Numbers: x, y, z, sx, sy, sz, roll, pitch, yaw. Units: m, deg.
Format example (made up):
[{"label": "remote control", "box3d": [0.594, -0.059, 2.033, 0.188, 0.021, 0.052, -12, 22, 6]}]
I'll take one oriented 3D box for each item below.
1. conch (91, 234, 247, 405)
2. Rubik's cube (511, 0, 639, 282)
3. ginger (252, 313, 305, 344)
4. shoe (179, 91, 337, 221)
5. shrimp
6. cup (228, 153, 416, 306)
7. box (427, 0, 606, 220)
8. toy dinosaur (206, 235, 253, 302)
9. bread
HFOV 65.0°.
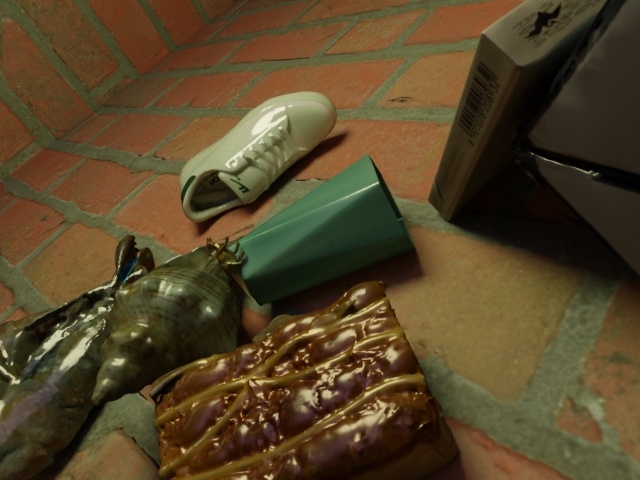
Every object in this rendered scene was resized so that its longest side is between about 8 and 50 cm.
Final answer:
[{"label": "conch", "box3d": [-0.193, 0.105, 0.714, 0.203, 0.169, 0.386, 4, 13, 14]}, {"label": "Rubik's cube", "box3d": [0.356, -0.099, 0.315, 0.305, 0.307, 0.310, -35, 76, -3]}, {"label": "ginger", "box3d": [-0.010, 0.123, 0.631, 0.174, 0.051, 0.069, -11, 44, 29]}, {"label": "shoe", "box3d": [-0.127, -0.156, 0.980, 0.363, 0.131, 0.160, -28, 35, 13]}, {"label": "shrimp", "box3d": [-0.411, 0.168, 0.783, 0.221, 0.109, 0.445, 24, 50, 9]}, {"label": "cup", "box3d": [0.000, 0.000, 0.714, 0.236, 0.148, 0.134, -28, 4, 14]}, {"label": "box", "box3d": [0.230, -0.149, 0.551, 0.205, 0.365, 0.051, -36, 74, -5]}, {"label": "toy dinosaur", "box3d": [-0.114, 0.031, 0.674, 0.041, 0.026, 0.113, -46, 75, 9]}, {"label": "bread", "box3d": [-0.024, 0.177, 0.502, 0.275, 0.114, 0.184, -26, 51, 6]}]
